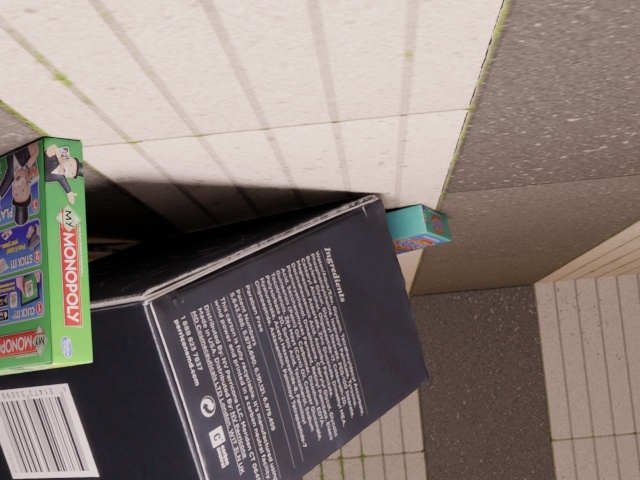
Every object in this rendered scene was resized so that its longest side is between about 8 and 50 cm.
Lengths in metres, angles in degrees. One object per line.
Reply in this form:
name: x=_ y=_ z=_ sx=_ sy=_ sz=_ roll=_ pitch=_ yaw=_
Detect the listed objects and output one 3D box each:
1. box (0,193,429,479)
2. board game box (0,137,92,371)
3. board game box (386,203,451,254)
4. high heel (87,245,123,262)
box: x=-0.195 y=0.159 z=1.455 sx=0.480 sy=0.297 sz=0.472 roll=-10 pitch=-170 yaw=37
board game box: x=-0.340 y=0.033 z=1.119 sx=0.046 sy=0.213 sz=0.317 roll=1 pitch=171 yaw=-43
board game box: x=0.086 y=-0.002 z=1.715 sx=0.210 sy=0.047 sz=0.160 roll=-15 pitch=169 yaw=19
high heel: x=-0.443 y=0.043 z=1.803 sx=0.261 sy=0.093 sz=0.186 roll=-20 pitch=-160 yaw=-4
